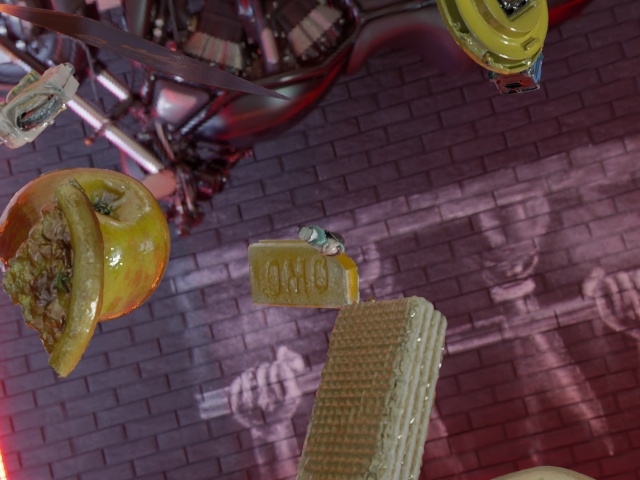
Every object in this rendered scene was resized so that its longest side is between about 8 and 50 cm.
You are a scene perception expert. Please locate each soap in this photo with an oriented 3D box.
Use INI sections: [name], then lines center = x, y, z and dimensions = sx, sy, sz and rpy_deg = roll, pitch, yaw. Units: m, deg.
[soap]
center = -0.036, 0.070, 1.638
dimensions = 0.232, 0.140, 0.073
rpy_deg = 0, -171, 25

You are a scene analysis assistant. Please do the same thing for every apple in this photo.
[apple]
center = -0.415, -0.004, 1.379
dimensions = 0.302, 0.301, 0.301
rpy_deg = -15, 174, -2

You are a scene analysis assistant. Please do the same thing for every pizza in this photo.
[pizza]
center = -0.396, 0.052, 1.117
dimensions = 0.197, 0.292, 0.058
rpy_deg = 4, 179, 29

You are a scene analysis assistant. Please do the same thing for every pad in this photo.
[pad]
center = -0.256, -0.225, 1.025
dimensions = 0.315, 0.063, 0.375
rpy_deg = 20, -174, 37

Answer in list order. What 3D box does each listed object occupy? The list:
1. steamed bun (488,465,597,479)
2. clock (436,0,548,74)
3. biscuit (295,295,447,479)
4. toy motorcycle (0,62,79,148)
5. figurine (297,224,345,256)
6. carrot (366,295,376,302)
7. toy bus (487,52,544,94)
[steamed bun]
center = 0.354, 0.521, 1.216
dimensions = 0.334, 0.311, 0.233
rpy_deg = -6, 163, 1
[clock]
center = 0.270, -0.367, 1.150
dimensions = 0.237, 0.236, 0.057
rpy_deg = -11, 176, -35
[biscuit]
center = 0.037, 0.265, 0.861
dimensions = 0.144, 0.425, 0.078
rpy_deg = -12, 141, 40
[toy motorcycle]
center = -0.628, -0.285, 1.654
dimensions = 0.223, 0.107, 0.340
rpy_deg = -32, -151, 9
[figurine]
center = 0.000, 0.000, 1.389
dimensions = 0.060, 0.047, 0.106
rpy_deg = -5, 161, 37
[carrot]
center = 0.144, 0.233, 2.010
dimensions = 0.043, 0.043, 0.247
rpy_deg = -15, 132, -5
[toy bus]
center = 0.361, -0.375, 1.477
dimensions = 0.090, 0.106, 0.184
rpy_deg = -4, 147, 34
